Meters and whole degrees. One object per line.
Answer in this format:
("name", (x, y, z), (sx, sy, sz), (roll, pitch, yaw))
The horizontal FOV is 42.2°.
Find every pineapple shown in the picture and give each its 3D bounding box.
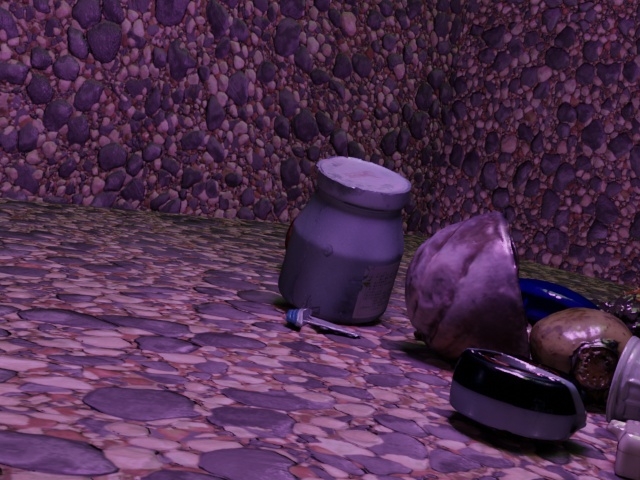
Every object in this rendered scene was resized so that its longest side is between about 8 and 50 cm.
("pineapple", (0.763, 0.194, 2.092), (0.310, 0.141, 0.170), (-5, 18, -39))

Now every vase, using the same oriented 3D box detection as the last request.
("vase", (0.589, 0.254, 1.213), (0.298, 0.143, 0.143), (17, 9, 31))

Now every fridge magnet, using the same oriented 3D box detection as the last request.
("fridge magnet", (0.543, 0.162, 1.894), (0.265, 0.113, 0.265), (24, -3, 1))

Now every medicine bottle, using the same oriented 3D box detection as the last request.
("medicine bottle", (0.056, -0.008, 1.730), (0.245, 0.290, 0.245), (11, 24, -5))

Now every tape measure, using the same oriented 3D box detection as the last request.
("tape measure", (0.269, 0.214, 1.151), (0.181, 0.107, 0.182), (10, 5, -26))

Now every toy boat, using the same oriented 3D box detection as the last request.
("toy boat", (0.002, 0.155, 1.605), (0.149, 0.034, 0.105), (8, 8, -15))

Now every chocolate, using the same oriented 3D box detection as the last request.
("chocolate", (0.263, 0.103, 1.531), (0.213, 0.303, 0.303), (-8, 3, 9))

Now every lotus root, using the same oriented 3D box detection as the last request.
("lotus root", (0.454, 0.195, 1.474), (0.173, 0.173, 0.309), (10, -2, 5))

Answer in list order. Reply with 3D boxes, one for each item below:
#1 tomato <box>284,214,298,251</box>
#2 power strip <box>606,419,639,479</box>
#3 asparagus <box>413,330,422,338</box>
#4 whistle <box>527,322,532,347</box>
("tomato", (0.000, 0.000, 2.241), (0.184, 0.208, 0.208), (26, 7, 2))
("power strip", (0.527, 0.296, 1.028), (0.338, 0.058, 0.098), (12, 6, 21))
("asparagus", (0.275, 0.194, 1.746), (0.248, 0.024, 0.025), (3, -34, -47))
("whistle", (0.433, 0.198, 1.806), (0.107, 0.057, 0.220), (13, 7, -23))
